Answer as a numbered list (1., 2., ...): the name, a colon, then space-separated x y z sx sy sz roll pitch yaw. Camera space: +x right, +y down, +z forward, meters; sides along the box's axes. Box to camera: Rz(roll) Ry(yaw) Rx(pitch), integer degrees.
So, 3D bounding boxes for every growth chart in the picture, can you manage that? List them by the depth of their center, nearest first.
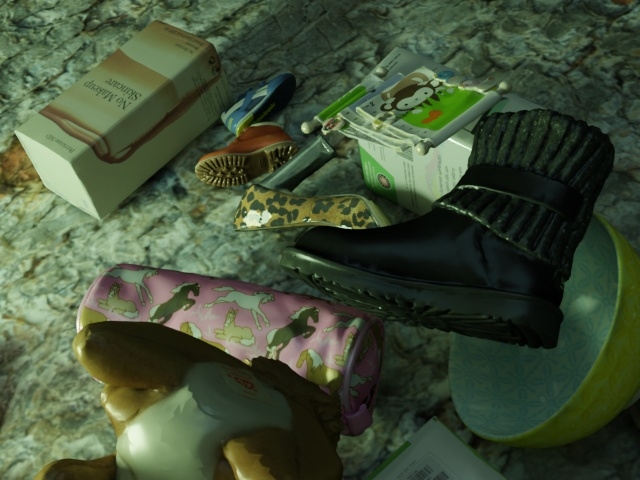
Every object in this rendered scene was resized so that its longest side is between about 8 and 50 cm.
1. growth chart: 0.108 -0.167 1.365 0.172 0.021 0.237 -42 36 -24

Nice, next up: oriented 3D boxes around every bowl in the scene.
1. bowl: 0.302 0.123 1.296 0.156 0.289 0.289 26 49 -23

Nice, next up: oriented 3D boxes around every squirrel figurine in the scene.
1. squirrel figurine: -0.152 0.301 1.152 0.281 0.397 0.370 32 100 16

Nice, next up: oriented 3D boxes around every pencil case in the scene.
1. pencil case: -0.107 0.135 1.383 0.386 0.160 0.167 8 91 16

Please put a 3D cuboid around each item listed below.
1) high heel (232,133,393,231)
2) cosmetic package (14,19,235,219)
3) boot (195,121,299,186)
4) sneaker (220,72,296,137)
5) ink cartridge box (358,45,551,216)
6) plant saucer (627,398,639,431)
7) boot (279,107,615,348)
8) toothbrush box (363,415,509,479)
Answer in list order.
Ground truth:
1. high heel: 0.000 0.000 1.538 0.186 0.093 0.261 -39 66 7
2. cosmetic package: -0.294 -0.190 1.679 0.153 0.129 0.296 27 61 34
3. boot: -0.118 -0.133 1.661 0.158 0.059 0.084 -14 48 -12
4. sneaker: -0.097 -0.220 1.724 0.059 0.053 0.144 32 62 32
5. ink cartridge box: 0.193 -0.114 1.493 0.278 0.201 0.117 29 62 28
6. plant saucer: 0.500 0.176 1.316 0.278 0.041 0.278 -5 52 6
7. boot: 0.145 -0.032 1.270 0.348 0.131 0.260 12 74 17
8. toothbrush box: 0.093 0.341 1.102 0.206 0.283 0.122 -39 55 -19
